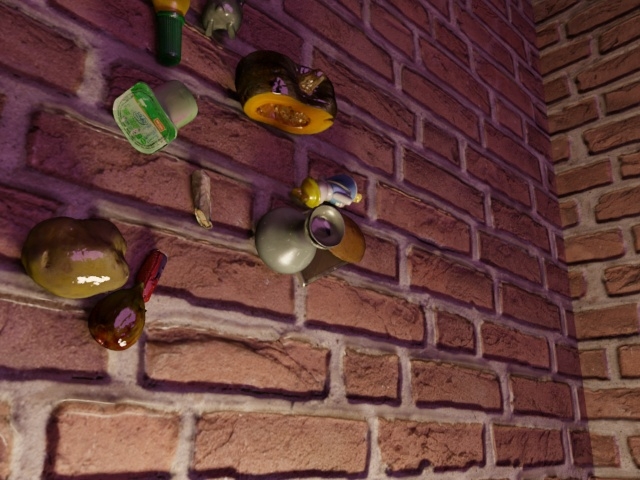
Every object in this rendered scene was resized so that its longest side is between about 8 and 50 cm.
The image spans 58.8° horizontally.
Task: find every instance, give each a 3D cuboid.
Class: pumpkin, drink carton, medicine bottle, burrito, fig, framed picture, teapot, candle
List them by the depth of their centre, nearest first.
[{"bbox_3d":[-0.404,0.149,1.170,0.154,0.103,0.109,-58,138,-38],"label":"fig"},{"bbox_3d":[-0.386,0.097,1.258,0.053,0.048,0.162,16,61,-4],"label":"candle"},{"bbox_3d":[-0.378,-0.302,1.336,0.146,0.144,0.142,58,35,-16],"label":"drink carton"},{"bbox_3d":[-0.295,-0.104,1.413,0.055,0.041,0.149,14,66,-57],"label":"burrito"},{"bbox_3d":[-0.387,-0.598,1.458,0.111,0.076,0.308,7,71,-38],"label":"medicine bottle"},{"bbox_3d":[-0.052,-0.013,1.470,0.184,0.251,0.183,8,76,-32],"label":"teapot"},{"bbox_3d":[-0.082,-0.418,1.607,0.317,0.222,0.139,18,65,-40],"label":"pumpkin"},{"bbox_3d":[0.000,0.000,1.700,0.281,0.019,0.208,-23,94,-47],"label":"framed picture"}]

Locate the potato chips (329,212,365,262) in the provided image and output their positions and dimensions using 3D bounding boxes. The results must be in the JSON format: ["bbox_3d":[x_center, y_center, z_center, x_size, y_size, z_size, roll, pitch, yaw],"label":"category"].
[{"bbox_3d":[0.083,-0.011,1.741,0.202,0.049,0.150,38,56,-42],"label":"potato chips"}]

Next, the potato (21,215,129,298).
[{"bbox_3d":[-0.475,0.033,1.119,0.200,0.137,0.154,6,44,-45],"label":"potato"}]

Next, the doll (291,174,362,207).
[{"bbox_3d":[0.023,-0.149,1.708,0.241,0.099,0.135,-11,73,-39],"label":"doll"}]

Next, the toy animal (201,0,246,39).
[{"bbox_3d":[-0.257,-0.675,1.587,0.108,0.138,0.236,14,67,-6],"label":"toy animal"}]
